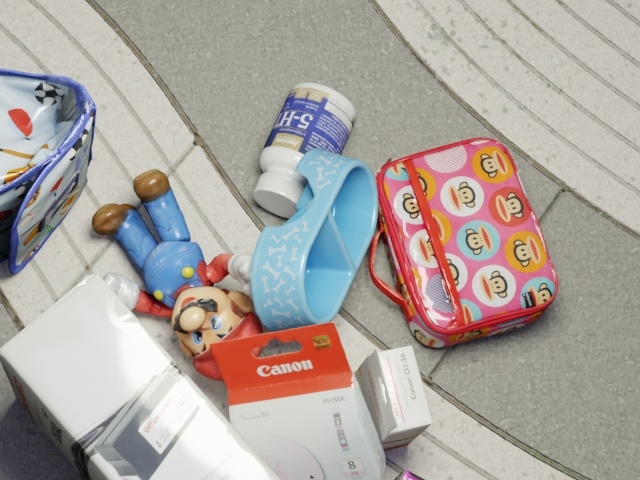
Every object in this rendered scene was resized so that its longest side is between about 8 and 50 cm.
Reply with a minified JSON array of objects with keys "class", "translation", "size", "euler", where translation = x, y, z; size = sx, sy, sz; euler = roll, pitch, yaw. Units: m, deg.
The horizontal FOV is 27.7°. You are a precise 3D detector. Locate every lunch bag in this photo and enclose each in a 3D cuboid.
[{"class":"lunch bag","translation":[-0.486,-0.074,1.742],"size":[0.385,0.328,0.239],"euler":[-22,80,-18]},{"class":"lunch bag","translation":[0.194,0.006,1.943],"size":[0.258,0.120,0.293],"euler":[-15,72,-10]}]

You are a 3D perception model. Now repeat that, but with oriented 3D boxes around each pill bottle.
[{"class":"pill bottle","translation":[-0.028,-0.133,1.952],"size":[0.112,0.112,0.187],"euler":[23,68,-1]}]

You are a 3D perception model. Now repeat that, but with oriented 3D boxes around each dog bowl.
[{"class":"dog bowl","translation":[0.000,0.000,1.826],"size":[0.074,0.166,0.297],"euler":[4,48,28]}]

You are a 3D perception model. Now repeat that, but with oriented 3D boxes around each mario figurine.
[{"class":"mario figurine","translation":[-0.197,0.055,1.819],"size":[0.170,0.198,0.321],"euler":[-23,70,-39]}]

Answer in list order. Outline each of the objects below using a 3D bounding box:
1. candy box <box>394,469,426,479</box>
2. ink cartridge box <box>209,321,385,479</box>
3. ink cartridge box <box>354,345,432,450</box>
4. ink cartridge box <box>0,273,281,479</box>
[{"class":"candy box","translation":[0.180,0.447,1.805],"size":[0.233,0.071,0.159],"euler":[28,68,1]},{"class":"ink cartridge box","translation":[-0.035,0.234,1.746],"size":[0.189,0.232,0.066],"euler":[-11,30,18]},{"class":"ink cartridge box","translation":[0.099,0.219,1.803],"size":[0.067,0.198,0.115],"euler":[-11,73,-13]},{"class":"ink cartridge box","translation":[-0.225,0.268,1.687],"size":[0.166,0.285,0.395],"euler":[-39,80,-19]}]
